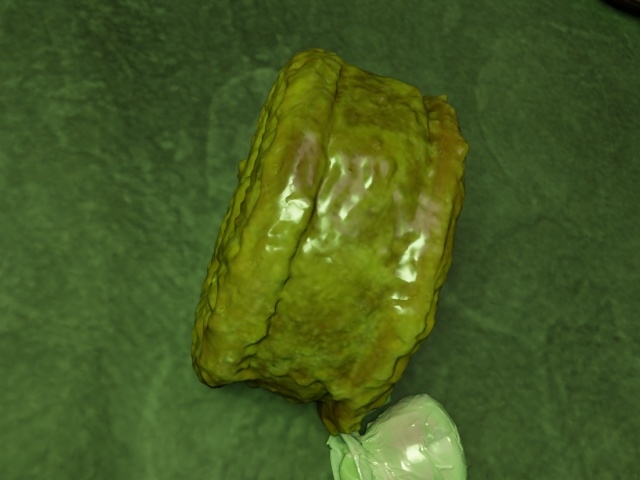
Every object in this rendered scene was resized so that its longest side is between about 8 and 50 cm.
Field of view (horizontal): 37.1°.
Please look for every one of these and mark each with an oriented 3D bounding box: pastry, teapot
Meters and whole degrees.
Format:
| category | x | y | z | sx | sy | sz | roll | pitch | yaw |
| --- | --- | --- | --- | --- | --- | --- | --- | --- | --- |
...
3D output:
| category | x | y | z | sx | sy | sz | roll | pitch | yaw |
| --- | --- | --- | --- | --- | --- | --- | --- | --- | --- |
| pastry | 0.000 | 0.000 | 0.496 | 0.103 | 0.188 | 0.188 | 18 | 59 | -9 |
| teapot | 0.037 | 0.117 | 0.530 | 0.064 | 0.064 | 0.083 | -12 | 37 | -19 |

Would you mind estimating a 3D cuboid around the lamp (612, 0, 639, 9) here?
| category | x | y | z | sx | sy | sz | roll | pitch | yaw |
| --- | --- | --- | --- | --- | --- | --- | --- | --- | --- |
| lamp | 0.270 | -0.252 | 0.764 | 0.136 | 0.136 | 0.136 | 9 | 62 | -18 |
